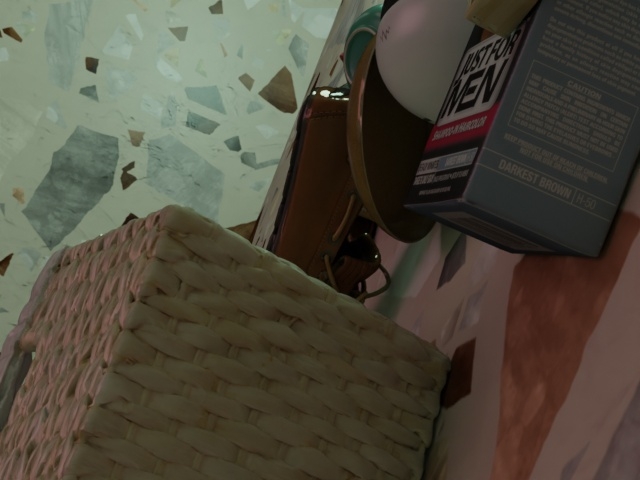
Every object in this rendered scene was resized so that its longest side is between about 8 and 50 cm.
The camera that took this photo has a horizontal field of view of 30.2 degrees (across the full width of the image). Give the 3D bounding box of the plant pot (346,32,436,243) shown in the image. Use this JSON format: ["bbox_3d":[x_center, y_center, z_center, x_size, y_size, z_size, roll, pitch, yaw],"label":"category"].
[{"bbox_3d":[0.082,-0.115,1.244,0.236,0.032,0.236,-2,-88,-62],"label":"plant pot"}]

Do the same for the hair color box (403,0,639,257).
[{"bbox_3d":[0.199,-0.180,0.909,0.185,0.113,0.374,-178,111,-81],"label":"hair color box"}]

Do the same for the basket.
[{"bbox_3d":[-0.111,0.184,1.035,0.266,0.331,0.328,-26,39,53],"label":"basket"}]

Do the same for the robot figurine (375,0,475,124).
[{"bbox_3d":[0.156,-0.239,1.158,0.209,0.173,0.278,56,-136,-47],"label":"robot figurine"}]

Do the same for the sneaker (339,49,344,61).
[{"bbox_3d":[0.113,-0.274,1.777,0.112,0.121,0.299,-39,4,-9],"label":"sneaker"}]

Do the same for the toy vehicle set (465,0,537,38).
[{"bbox_3d":[0.176,-0.294,0.842,0.166,0.035,0.267,128,162,-57],"label":"toy vehicle set"}]

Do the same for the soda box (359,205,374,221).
[{"bbox_3d":[0.087,-0.098,1.595,0.181,0.058,0.061,-78,13,-53],"label":"soda box"}]

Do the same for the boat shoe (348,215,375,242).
[{"bbox_3d":[0.055,-0.043,1.658,0.060,0.064,0.178,133,152,-54],"label":"boat shoe"}]

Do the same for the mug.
[{"bbox_3d":[0.086,-0.223,1.370,0.129,0.097,0.158,2,98,54],"label":"mug"}]

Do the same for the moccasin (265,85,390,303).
[{"bbox_3d":[0.014,0.015,1.373,0.139,0.147,0.380,-57,-17,-76],"label":"moccasin"}]

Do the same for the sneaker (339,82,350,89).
[{"bbox_3d":[0.055,-0.152,1.549,0.106,0.078,0.234,-24,28,2],"label":"sneaker"}]
